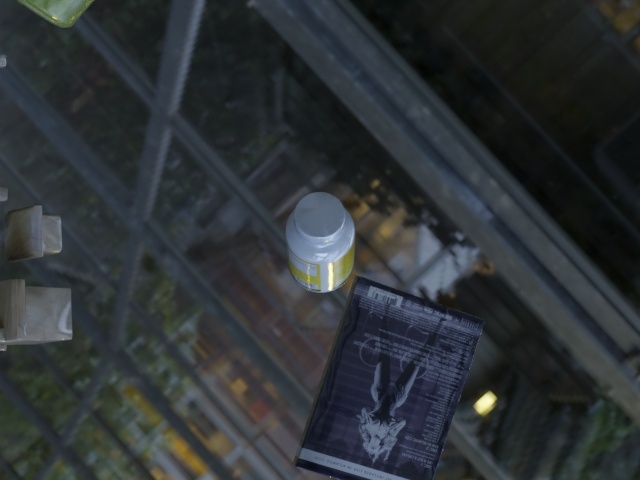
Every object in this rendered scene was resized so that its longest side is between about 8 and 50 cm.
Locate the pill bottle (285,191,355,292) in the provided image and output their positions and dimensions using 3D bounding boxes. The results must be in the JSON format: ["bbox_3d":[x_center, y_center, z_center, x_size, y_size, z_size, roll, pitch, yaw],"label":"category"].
[{"bbox_3d":[0.000,0.000,1.964,0.103,0.103,0.184,-42,162,-16],"label":"pill bottle"}]

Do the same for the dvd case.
[{"bbox_3d":[0.078,0.169,1.476,0.018,0.164,0.221,8,-100,71],"label":"dvd case"}]

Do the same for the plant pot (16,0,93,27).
[{"bbox_3d":[-0.252,-0.424,1.353,0.353,0.366,0.366,-52,177,3],"label":"plant pot"}]

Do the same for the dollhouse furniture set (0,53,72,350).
[{"bbox_3d":[-0.379,-0.074,1.189,0.173,0.356,0.303,3,171,-45],"label":"dollhouse furniture set"}]
